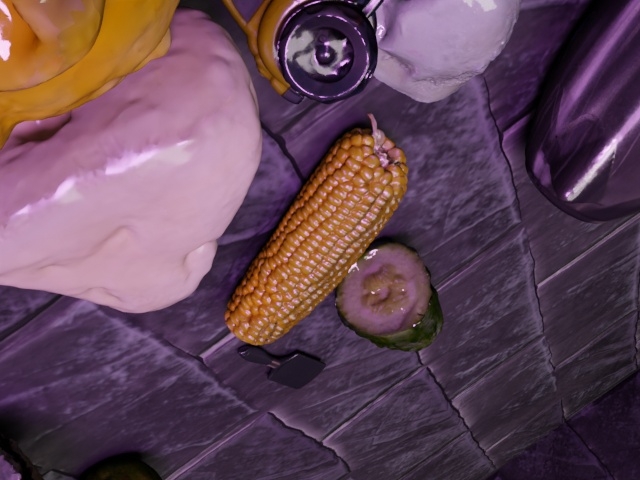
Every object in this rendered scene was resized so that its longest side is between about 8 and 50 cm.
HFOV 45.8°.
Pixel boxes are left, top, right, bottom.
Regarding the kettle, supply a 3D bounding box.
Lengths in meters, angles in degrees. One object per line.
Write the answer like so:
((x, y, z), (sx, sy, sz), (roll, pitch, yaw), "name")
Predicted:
((0.386, -0.176, 0.903), (0.324, 0.228, 0.321), (-56, 173, 36), "kettle")

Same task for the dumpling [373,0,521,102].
((0.112, -0.205, 0.684), (0.153, 0.108, 0.219), (-21, 141, -21), "dumpling")

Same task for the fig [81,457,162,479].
((-0.245, 0.370, 1.023), (0.117, 0.177, 0.117), (-31, 137, -34), "fig")

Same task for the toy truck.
((0.008, -0.222, 0.554), (0.165, 0.147, 0.224), (35, 116, -14), "toy truck")

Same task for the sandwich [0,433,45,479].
((-0.385, 0.351, 0.774), (0.262, 0.325, 0.131), (-7, 141, 19), "sandwich")

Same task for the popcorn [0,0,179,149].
((-0.175, -0.172, 0.348), (0.316, 0.281, 0.297), (-13, 125, -49), "popcorn")

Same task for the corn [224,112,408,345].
((0.000, 0.000, 0.846), (0.101, 0.101, 0.310), (5, 128, -45), "corn")

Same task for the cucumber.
((0.115, 0.102, 1.060), (0.134, 0.134, 0.244), (-36, 150, 1), "cucumber")

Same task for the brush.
((-0.058, 0.177, 1.089), (0.063, 0.016, 0.193), (-42, 146, 9), "brush")

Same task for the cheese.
((-0.144, -0.059, 0.579), (0.248, 0.173, 0.251), (-33, 147, 12), "cheese")
